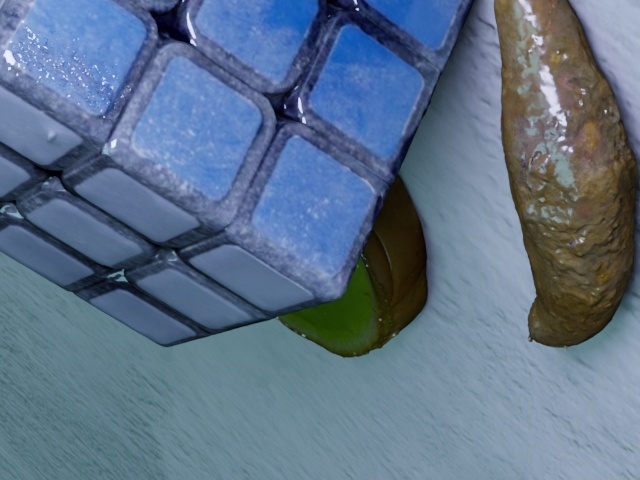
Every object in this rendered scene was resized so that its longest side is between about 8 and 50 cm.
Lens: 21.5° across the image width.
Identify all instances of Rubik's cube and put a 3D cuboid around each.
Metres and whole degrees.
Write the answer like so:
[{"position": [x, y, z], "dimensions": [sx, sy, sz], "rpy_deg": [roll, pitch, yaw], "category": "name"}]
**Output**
[{"position": [-0.115, -0.129, 1.251], "dimensions": [0.305, 0.301, 0.304], "rpy_deg": [34, 155, -19], "category": "Rubik's cube"}]

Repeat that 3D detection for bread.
[{"position": [0.000, 0.000, 1.539], "dimensions": [0.236, 0.070, 0.236], "rpy_deg": [35, 144, 30], "category": "bread"}]

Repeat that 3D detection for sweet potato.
[{"position": [0.180, -0.043, 1.234], "dimensions": [0.114, 0.092, 0.341], "rpy_deg": [41, 151, 50], "category": "sweet potato"}]
